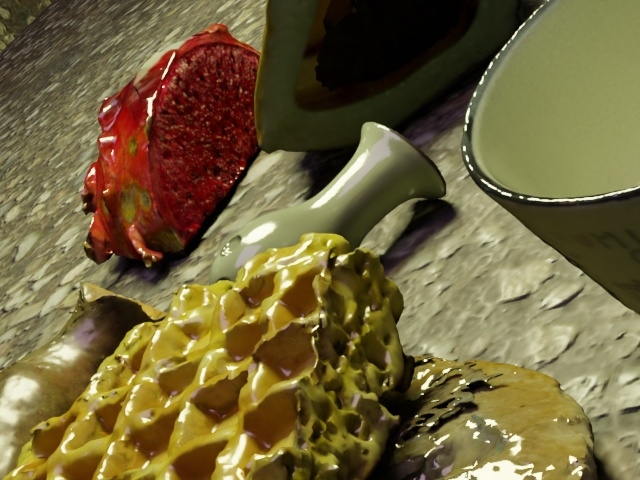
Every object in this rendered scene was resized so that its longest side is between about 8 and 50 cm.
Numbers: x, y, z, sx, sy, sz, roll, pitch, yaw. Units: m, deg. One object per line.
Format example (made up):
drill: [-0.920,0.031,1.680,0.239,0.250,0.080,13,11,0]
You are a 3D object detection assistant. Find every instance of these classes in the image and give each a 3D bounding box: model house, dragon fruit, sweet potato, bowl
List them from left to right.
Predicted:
sweet potato: [-0.174,0.127,0.793,0.112,0.085,0.286,-23,26,25]
dragon fruit: [-0.152,-0.087,1.130,0.161,0.126,0.274,-20,28,39]
model house: [0.038,-0.210,1.003,0.268,0.173,0.239,-32,23,11]
bowl: [0.188,-0.052,0.507,0.237,0.126,0.238,-33,21,15]

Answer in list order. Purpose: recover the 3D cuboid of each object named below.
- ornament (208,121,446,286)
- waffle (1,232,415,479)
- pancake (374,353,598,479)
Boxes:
ornament: [0.000,0.000,0.792,0.156,0.081,0.075,-44,58,-15]
waffle: [-0.072,0.107,0.578,0.312,0.060,0.307,-51,23,-24]
pancake: [-0.006,0.142,0.536,0.282,0.049,0.282,-34,18,13]
